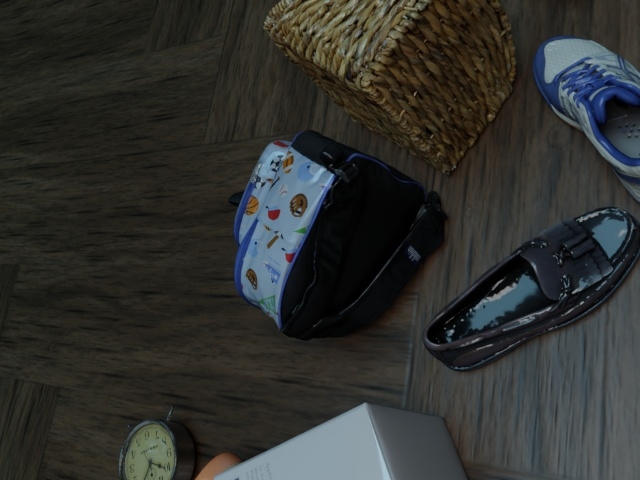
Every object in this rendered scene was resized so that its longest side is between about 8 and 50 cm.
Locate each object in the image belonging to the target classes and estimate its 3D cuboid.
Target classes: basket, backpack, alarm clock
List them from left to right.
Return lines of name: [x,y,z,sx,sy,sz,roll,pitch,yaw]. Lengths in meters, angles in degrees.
alarm clock: [-0.259,0.376,1.050,0.129,0.064,0.192,-26,58,23]
backpack: [0.000,0.000,0.907,0.213,0.276,0.263,26,94,42]
basket: [0.110,-0.269,0.896,0.223,0.299,0.213,39,96,36]

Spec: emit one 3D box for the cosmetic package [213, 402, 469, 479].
cosmetic package: [0.037,0.307,0.779,0.224,0.224,0.138,-30,59,21]

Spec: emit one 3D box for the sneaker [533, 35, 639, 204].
sneaker: [0.360,-0.176,0.806,0.112,0.131,0.296,-40,54,17]

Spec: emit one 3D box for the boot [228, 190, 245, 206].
boot: [-0.097,-0.101,1.131,0.121,0.045,0.099,8,79,28]

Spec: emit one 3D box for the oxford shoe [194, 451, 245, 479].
oxford shoe: [-0.174,0.494,0.915,0.132,0.130,0.364,25,89,29]

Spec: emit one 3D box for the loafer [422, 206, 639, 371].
loafer: [0.259,0.062,0.804,0.302,0.095,0.109,-39,56,16]
